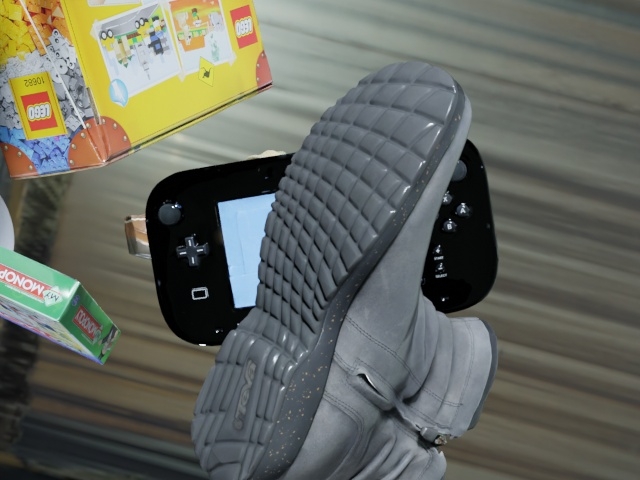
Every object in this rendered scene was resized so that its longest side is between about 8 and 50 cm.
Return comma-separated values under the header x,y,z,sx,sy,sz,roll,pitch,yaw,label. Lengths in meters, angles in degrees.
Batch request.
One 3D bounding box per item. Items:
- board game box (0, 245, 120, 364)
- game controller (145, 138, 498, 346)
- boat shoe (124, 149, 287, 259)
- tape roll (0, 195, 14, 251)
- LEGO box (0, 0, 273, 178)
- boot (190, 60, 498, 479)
x,y,z,sx,sy,sz,roll,pitch,yaw,label
-0.372,0.025,1.076,0.213,0.317,0.046,90,-155,-72,board game box
0.000,0.000,0.966,0.067,0.319,0.167,23,-122,-82,game controller
-0.055,-0.038,1.156,0.122,0.323,0.120,178,88,-66,boat shoe
-0.561,-0.008,1.526,0.072,0.219,0.219,-19,43,40,tape roll
-0.311,-0.353,1.658,0.500,0.193,0.373,-38,-62,-56,LEGO box
0.059,0.047,0.790,0.118,0.222,0.338,42,108,47,boot
